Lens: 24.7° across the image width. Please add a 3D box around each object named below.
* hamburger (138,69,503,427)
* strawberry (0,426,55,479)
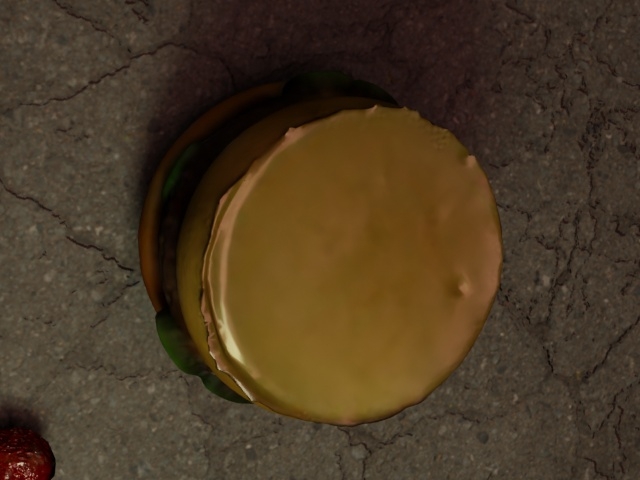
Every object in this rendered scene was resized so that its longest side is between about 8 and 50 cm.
[{"bbox_3d":[0.000,0.000,1.666,0.396,0.277,0.395,-5,104,-23],"label":"hamburger"},{"bbox_3d":[-0.362,0.263,1.699,0.106,0.106,0.106,-5,106,-19],"label":"strawberry"}]
